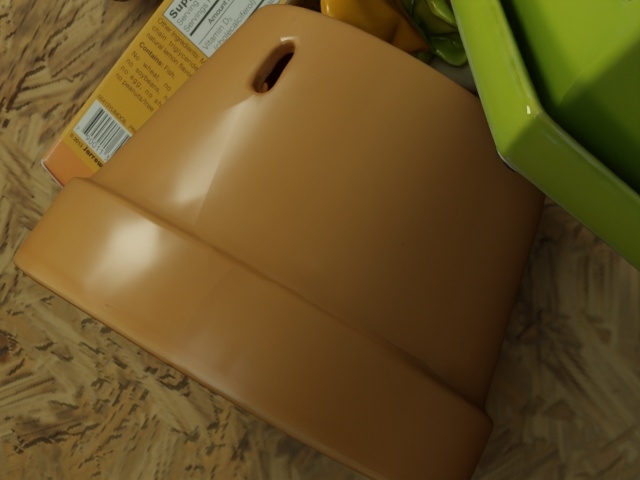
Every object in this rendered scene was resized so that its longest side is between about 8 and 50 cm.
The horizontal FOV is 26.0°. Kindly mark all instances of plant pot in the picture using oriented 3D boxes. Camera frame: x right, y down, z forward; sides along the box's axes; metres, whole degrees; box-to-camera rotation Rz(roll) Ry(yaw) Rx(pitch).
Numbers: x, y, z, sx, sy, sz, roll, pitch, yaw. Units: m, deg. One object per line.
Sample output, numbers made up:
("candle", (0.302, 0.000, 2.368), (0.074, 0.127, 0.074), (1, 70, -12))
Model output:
("plant pot", (0.201, -0.111, 0.716), (0.228, 0.227, 0.207), (34, 119, -31))
("plant pot", (0.000, 0.000, 0.809), (0.291, 0.291, 0.203), (30, 86, 15))

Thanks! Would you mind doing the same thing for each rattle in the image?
("rattle", (0.118, -0.166, 0.822), (0.200, 0.143, 0.130), (-7, 72, 25))

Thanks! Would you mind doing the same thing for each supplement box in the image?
("supplement box", (-0.079, -0.112, 0.920), (0.080, 0.078, 0.233), (46, 105, 14))
